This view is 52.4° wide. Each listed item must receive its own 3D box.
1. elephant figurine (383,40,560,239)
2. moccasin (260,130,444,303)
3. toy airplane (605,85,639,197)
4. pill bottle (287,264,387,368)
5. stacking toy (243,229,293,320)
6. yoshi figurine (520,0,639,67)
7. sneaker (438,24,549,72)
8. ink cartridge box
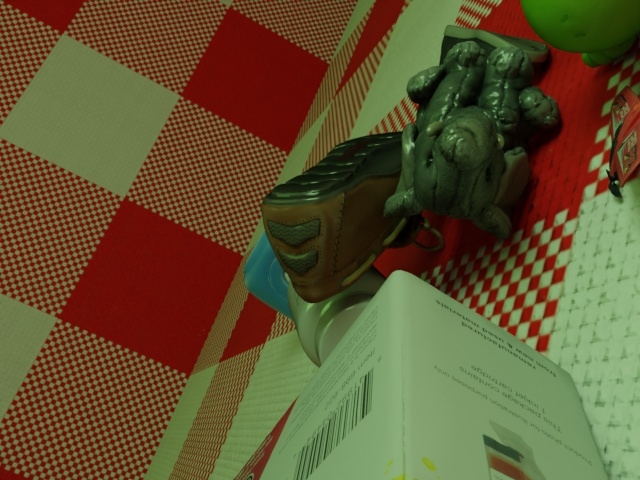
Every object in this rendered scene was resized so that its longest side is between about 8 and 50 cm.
[{"bbox_3d":[0.133,-0.075,0.637,0.169,0.186,0.239,-18,34,38],"label":"elephant figurine"},{"bbox_3d":[0.070,-0.043,0.781,0.380,0.139,0.147,-45,-52,-59],"label":"moccasin"},{"bbox_3d":[0.244,-0.102,0.487,0.151,0.028,0.151,14,-90,-78],"label":"toy airplane"},{"bbox_3d":[0.034,0.091,0.788,0.131,0.131,0.229,-62,12,6],"label":"pill bottle"},{"bbox_3d":[0.000,0.000,1.158,0.175,0.166,0.302,-58,-1,28],"label":"stacking toy"},{"bbox_3d":[0.234,-0.271,0.607,0.362,0.204,0.203,-89,4,-67],"label":"yoshi figurine"},{"bbox_3d":[0.215,-0.209,0.848,0.222,0.083,0.118,-116,35,-67],"label":"sneaker"},{"bbox_3d":[0.026,0.237,0.348,0.279,0.160,0.384,-54,8,25],"label":"ink cartridge box"}]
